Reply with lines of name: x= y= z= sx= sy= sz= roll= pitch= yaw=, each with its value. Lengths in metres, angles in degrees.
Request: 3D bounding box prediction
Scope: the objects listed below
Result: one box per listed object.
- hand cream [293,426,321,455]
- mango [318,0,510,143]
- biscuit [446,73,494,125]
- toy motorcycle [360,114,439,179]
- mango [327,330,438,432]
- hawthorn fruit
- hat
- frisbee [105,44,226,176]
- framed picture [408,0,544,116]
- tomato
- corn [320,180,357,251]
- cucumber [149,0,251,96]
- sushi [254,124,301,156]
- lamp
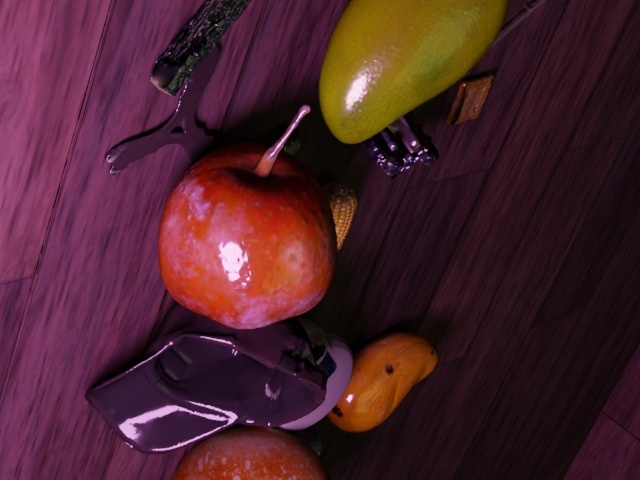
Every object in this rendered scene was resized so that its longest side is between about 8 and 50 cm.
hand cream: x=-0.042 y=0.437 z=2.485 sx=0.091 sy=0.058 sz=0.271 roll=-44 pitch=157 yaw=-37
mango: x=0.122 y=-0.273 z=1.774 sx=0.192 sy=0.156 sz=0.343 roll=37 pitch=94 yaw=-24
biscuit: x=0.240 y=-0.226 z=2.156 sx=0.081 sy=0.018 sz=0.083 roll=-21 pitch=140 yaw=-43
toy motorcycle: x=0.105 y=-0.154 z=1.969 sx=0.084 sy=0.118 sz=0.212 roll=-45 pitch=168 yaw=23
mango: x=0.107 y=0.244 z=2.421 sx=0.262 sy=0.109 sz=0.157 roll=-34 pitch=138 yaw=-38
hawthorn fruit: x=-0.102 y=-0.015 z=1.717 sx=0.235 sy=0.231 sz=0.263 roll=-26 pitch=105 yaw=-11
hat: x=-0.163 y=0.149 z=1.899 sx=0.336 sy=0.209 sz=0.238 roll=-14 pitch=137 yaw=12
frisbee: x=-0.187 y=-0.138 z=1.650 sx=0.187 sy=0.012 sz=0.211 roll=-31 pitch=146 yaw=-31
framed picture: x=0.235 y=-0.362 z=1.988 sx=0.335 sy=0.022 sz=0.247 roll=-42 pitch=150 yaw=-15
tomato: x=-0.108 y=0.405 z=2.150 sx=0.270 sy=0.270 sz=0.222 roll=13 pitch=82 yaw=-59
corn: x=0.000 y=0.000 z=2.021 sx=0.072 sy=0.072 sz=0.203 roll=-18 pitch=139 yaw=-45
cucumber: x=-0.108 y=-0.276 z=1.570 sx=0.256 sy=0.043 sz=0.044 roll=-53 pitch=151 yaw=1
sushi: x=-0.058 y=-0.118 z=1.823 sx=0.083 sy=0.044 sz=0.046 roll=-31 pitch=145 yaw=-29
lamp: x=-0.039 y=0.204 z=2.157 sx=0.179 sy=0.108 sz=0.246 roll=-48 pitch=150 yaw=-16
